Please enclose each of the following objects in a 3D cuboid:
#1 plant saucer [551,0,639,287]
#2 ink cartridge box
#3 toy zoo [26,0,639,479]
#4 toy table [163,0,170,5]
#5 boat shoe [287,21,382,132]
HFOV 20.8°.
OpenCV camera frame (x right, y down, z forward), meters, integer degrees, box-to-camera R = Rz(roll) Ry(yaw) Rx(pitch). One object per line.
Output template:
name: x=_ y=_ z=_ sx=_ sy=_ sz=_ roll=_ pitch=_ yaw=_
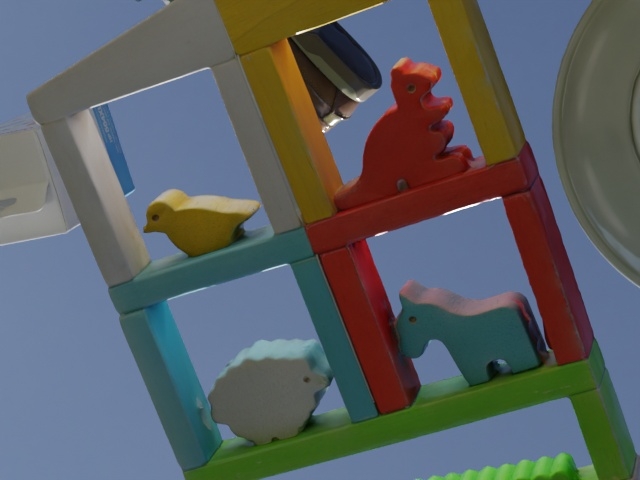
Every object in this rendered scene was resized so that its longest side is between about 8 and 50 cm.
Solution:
plant saucer: x=0.408 y=-0.118 z=1.654 sx=0.400 sy=0.100 sz=0.400 roll=0 pitch=-89 yaw=20
ink cartridge box: x=-0.236 y=-0.056 z=1.457 sx=0.092 sy=0.090 sz=0.143 roll=-11 pitch=-168 yaw=23
toy zoo: x=0.000 y=0.000 z=0.734 sx=0.192 sy=0.293 sz=0.030 roll=-17 pitch=-168 yaw=19
toy table: x=-0.045 y=-0.249 z=0.754 sx=0.161 sy=0.274 sz=0.252 roll=-24 pitch=180 yaw=-9
boat shoe: x=-0.074 y=-0.243 z=1.887 sx=0.104 sy=0.307 sz=0.111 roll=-40 pitch=-176 yaw=25
